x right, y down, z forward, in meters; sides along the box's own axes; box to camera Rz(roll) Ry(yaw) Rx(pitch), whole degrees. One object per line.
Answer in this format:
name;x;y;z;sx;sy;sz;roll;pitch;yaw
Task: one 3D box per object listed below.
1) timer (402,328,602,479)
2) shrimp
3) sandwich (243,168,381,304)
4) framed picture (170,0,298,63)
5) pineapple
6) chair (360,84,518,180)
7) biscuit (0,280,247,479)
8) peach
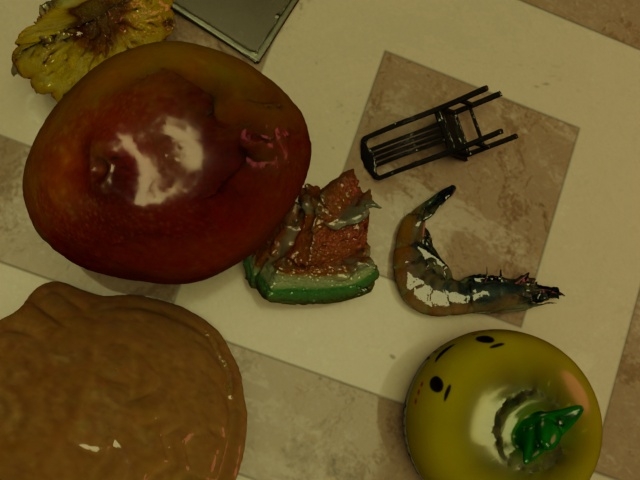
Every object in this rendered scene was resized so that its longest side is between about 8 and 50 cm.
timer;0.255;0.245;1.056;0.285;0.285;0.285;1;82;-9
shrimp;0.237;0.015;1.197;0.262;0.051;0.198;2;81;-6
sandwich;-0.009;0.003;1.104;0.185;0.160;0.109;-12;41;-17
framed picture;-0.107;-0.420;1.218;0.189;0.023;0.260;31;78;-4
pineapple;-0.328;-0.277;1.136;0.164;0.140;0.250;26;56;36
chair;0.173;-0.153;1.206;0.212;0.101;0.084;-21;83;26
biscuit;-0.267;0.218;0.979;0.365;0.062;0.385;19;47;-13
peach;-0.186;-0.092;0.988;0.372;0.372;0.290;9;83;-8
